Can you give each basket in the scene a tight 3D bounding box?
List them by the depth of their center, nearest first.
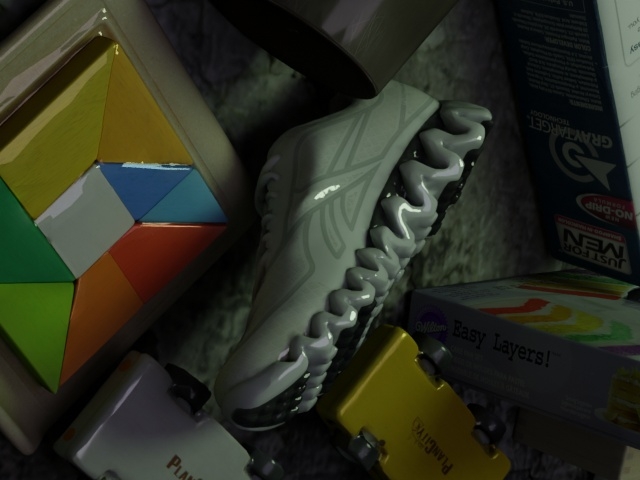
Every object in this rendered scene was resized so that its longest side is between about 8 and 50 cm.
[{"bbox_3d":[0.040,-0.216,1.086,0.204,0.154,0.227,40,79,-37],"label":"basket"}]

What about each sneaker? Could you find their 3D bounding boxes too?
[{"bbox_3d":[0.000,0.000,1.113,0.292,0.118,0.110,-55,174,-38],"label":"sneaker"}]

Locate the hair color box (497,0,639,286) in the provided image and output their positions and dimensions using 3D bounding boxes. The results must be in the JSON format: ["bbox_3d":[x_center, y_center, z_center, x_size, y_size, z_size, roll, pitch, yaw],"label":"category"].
[{"bbox_3d":[0.233,-0.156,1.327,0.174,0.105,0.347,-37,127,-30],"label":"hair color box"}]

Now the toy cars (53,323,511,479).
[{"bbox_3d":[-0.025,0.138,1.193,0.394,0.087,0.176,-3,108,-41],"label":"toy cars"}]

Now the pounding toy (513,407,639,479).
[{"bbox_3d":[0.260,0.134,1.431,0.130,0.141,0.100,1,103,-45],"label":"pounding toy"}]

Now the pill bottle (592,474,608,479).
[{"bbox_3d":[0.354,0.205,1.566,0.221,0.121,0.121,-22,119,-38],"label":"pill bottle"}]

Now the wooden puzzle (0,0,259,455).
[{"bbox_3d":[-0.146,-0.019,1.040,0.238,0.044,0.221,-49,132,-22],"label":"wooden puzzle"}]

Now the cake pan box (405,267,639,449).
[{"bbox_3d":[0.239,0.083,1.316,0.267,0.246,0.070,-4,108,-43],"label":"cake pan box"}]
